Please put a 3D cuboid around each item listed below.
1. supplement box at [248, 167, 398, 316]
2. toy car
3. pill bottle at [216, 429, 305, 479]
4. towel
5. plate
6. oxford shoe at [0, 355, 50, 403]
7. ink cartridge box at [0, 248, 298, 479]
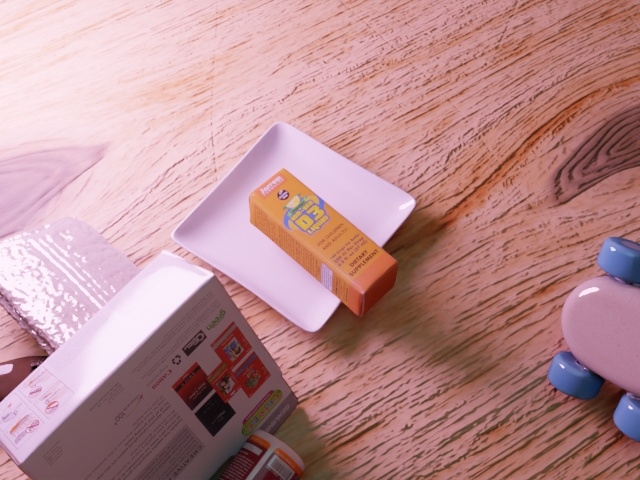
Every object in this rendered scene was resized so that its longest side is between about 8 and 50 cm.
[{"bbox_3d":[0.000,0.000,1.197,0.233,0.080,0.078,39,67,22],"label":"supplement box"},{"bbox_3d":[0.469,0.126,1.137,0.238,0.219,0.210,-3,27,-45],"label":"toy car"},{"bbox_3d":[-0.095,0.326,1.064,0.086,0.086,0.152,32,66,17],"label":"pill bottle"},{"bbox_3d":[-0.351,0.074,1.184,0.282,0.049,0.187,37,45,28],"label":"towel"},{"bbox_3d":[-0.038,-0.024,1.280,0.277,0.045,0.278,32,67,18],"label":"plate"},{"bbox_3d":[-0.378,0.185,1.143,0.227,0.096,0.082,-5,63,0],"label":"oxford shoe"},{"bbox_3d":[-0.214,0.221,1.073,0.309,0.271,0.130,-45,39,-21],"label":"ink cartridge box"}]
